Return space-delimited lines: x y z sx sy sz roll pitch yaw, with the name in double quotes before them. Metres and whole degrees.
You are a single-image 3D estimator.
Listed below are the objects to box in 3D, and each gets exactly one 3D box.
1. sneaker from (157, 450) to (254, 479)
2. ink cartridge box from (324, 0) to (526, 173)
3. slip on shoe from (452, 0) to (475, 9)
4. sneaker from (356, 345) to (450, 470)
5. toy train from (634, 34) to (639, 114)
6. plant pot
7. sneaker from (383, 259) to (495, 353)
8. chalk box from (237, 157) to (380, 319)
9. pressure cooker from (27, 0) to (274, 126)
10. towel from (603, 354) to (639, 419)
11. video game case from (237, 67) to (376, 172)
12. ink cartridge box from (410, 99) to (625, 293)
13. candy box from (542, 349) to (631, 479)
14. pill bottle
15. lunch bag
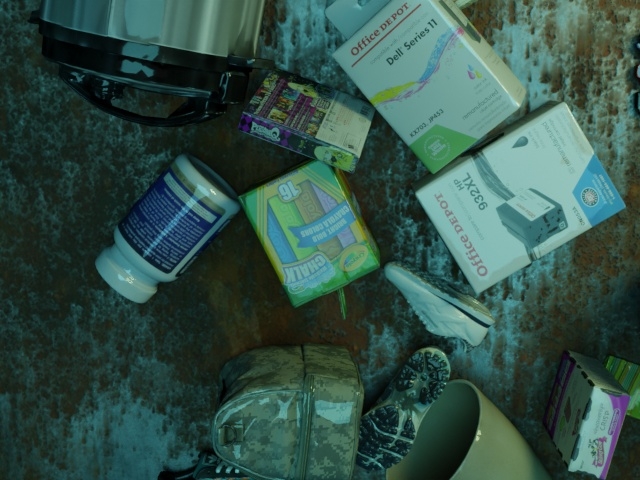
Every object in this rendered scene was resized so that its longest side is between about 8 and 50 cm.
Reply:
"sneaker" -0.180 0.464 1.784 0.302 0.108 0.121 -21 102 7
"ink cartridge box" 0.168 -0.321 1.603 0.207 0.119 0.353 -39 95 29
"slip on shoe" 0.352 -0.529 1.595 0.331 0.123 0.101 -31 93 12
"sneaker" 0.159 0.318 1.735 0.110 0.122 0.283 38 106 7
"toy train" 0.590 -0.307 1.662 0.036 0.027 0.158 1 100 14
"plant pot" 0.305 0.441 1.707 0.274 0.256 0.256 36 99 -18
"sneaker" 0.212 0.123 1.724 0.235 0.090 0.095 33 109 -1
"chalk box" 0.000 0.000 1.665 0.179 0.180 0.289 -26 98 7
"pressure cooker" -0.277 -0.402 1.507 0.375 0.370 0.420 5 104 -27
"towel" 0.647 0.305 1.761 0.237 0.021 0.102 19 101 -1
"video game case" -0.016 -0.217 1.605 0.210 0.232 0.042 21 121 -1
"ink cartridge box" 0.351 -0.080 1.657 0.307 0.129 0.223 -31 97 7
"candy box" 0.479 0.310 1.662 0.071 0.233 0.159 14 100 1
"pill bottle" -0.284 -0.019 1.687 0.153 0.153 0.265 43 98 -4
"lunch bag" -0.067 0.306 1.659 0.256 0.305 0.212 7 99 -3
